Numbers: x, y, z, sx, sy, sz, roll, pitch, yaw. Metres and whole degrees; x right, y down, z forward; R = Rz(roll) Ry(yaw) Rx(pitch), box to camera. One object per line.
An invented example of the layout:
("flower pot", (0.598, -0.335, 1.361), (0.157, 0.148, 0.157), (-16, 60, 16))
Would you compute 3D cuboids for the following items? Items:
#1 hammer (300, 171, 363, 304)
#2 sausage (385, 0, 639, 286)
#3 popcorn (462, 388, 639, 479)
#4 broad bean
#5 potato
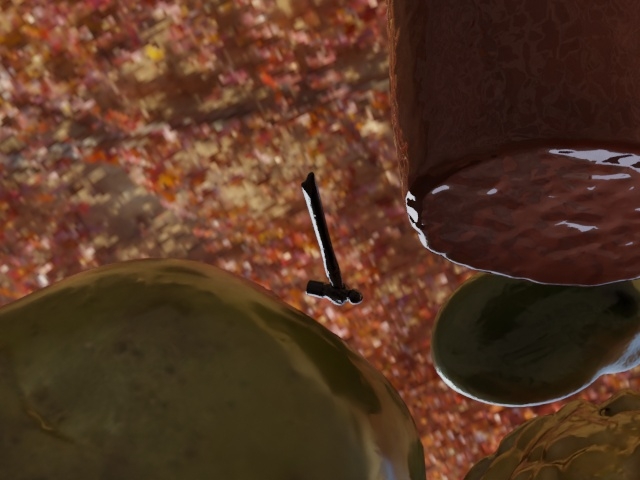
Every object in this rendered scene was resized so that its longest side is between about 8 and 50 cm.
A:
("hammer", (0.000, 0.000, 1.467), (0.065, 0.178, 0.021), (7, -135, 26))
("sausage", (0.073, -0.119, 0.469), (0.113, 0.113, 0.259), (-9, -116, 14))
("popcorn", (0.199, 0.183, 0.787), (0.332, 0.265, 0.225), (-31, -113, 20))
("broad bean", (0.252, 0.092, 1.575), (0.263, 0.121, 0.189), (-15, -122, -8))
("potato", (-0.084, 0.112, 0.422), (0.197, 0.148, 0.228), (32, -109, 9))
